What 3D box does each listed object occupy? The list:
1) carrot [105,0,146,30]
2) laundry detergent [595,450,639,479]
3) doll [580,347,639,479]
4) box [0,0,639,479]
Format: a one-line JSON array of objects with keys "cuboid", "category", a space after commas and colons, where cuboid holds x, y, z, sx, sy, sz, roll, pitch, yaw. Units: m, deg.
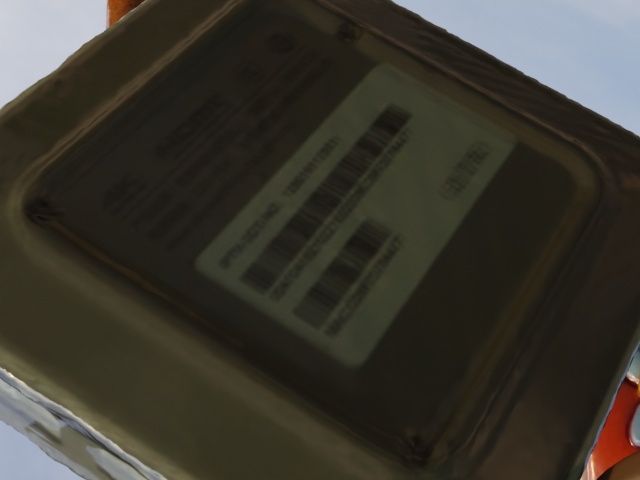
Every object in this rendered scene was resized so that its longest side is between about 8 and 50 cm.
[{"cuboid": [-0.208, -0.291, 1.071, 0.057, 0.057, 0.224, 0, -120, -17], "category": "carrot"}, {"cuboid": [0.204, 0.176, 0.534, 0.171, 0.237, 0.076, 50, -138, -18], "category": "laundry detergent"}, {"cuboid": [0.222, 0.158, 0.770, 0.290, 0.161, 0.130, -13, 166, 40], "category": "doll"}, {"cuboid": [0.000, 0.000, 0.616, 0.397, 0.111, 0.396, 31, -128, 9], "category": "box"}]
